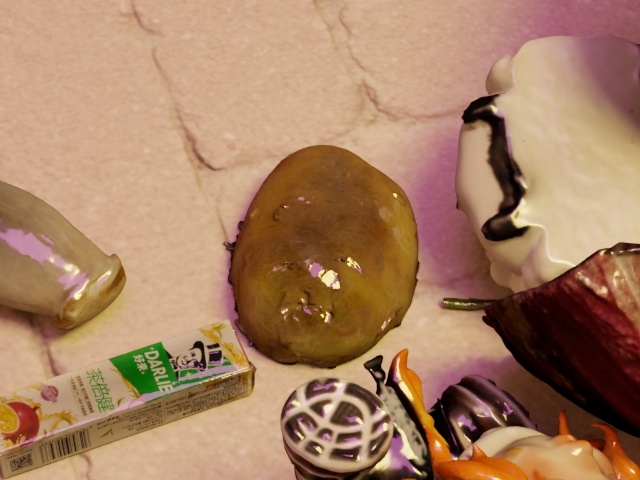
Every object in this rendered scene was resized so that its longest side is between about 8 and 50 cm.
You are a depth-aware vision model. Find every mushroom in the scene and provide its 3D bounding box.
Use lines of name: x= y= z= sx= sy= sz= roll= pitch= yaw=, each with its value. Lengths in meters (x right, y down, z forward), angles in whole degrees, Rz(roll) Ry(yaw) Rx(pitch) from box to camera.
mushroom: x=-0.324 y=-0.015 z=1.280 sx=0.351 sy=0.097 sz=0.109 roll=14 pitch=55 yaw=5

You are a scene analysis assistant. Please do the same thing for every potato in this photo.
potato: x=0.000 y=0.000 z=1.294 sx=0.164 sy=0.081 sz=0.200 roll=8 pitch=51 yaw=4

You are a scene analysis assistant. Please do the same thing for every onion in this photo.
onion: x=0.276 y=0.087 z=1.152 sx=0.314 sy=0.280 sz=0.146 roll=-5 pitch=77 yaw=-14

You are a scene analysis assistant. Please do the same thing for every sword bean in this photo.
sword bean: x=0.140 y=0.050 z=1.304 sx=0.083 sy=0.012 sz=0.012 roll=-2 pitch=54 yaw=-5

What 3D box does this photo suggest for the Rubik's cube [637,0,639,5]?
Rubik's cube: x=0.456 y=-0.205 z=1.228 sx=0.347 sy=0.351 sz=0.352 roll=-10 pitch=44 yaw=27

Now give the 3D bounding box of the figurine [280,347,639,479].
figurine: x=0.134 y=0.218 z=1.068 sx=0.323 sy=0.196 sz=0.320 roll=39 pitch=21 yaw=35

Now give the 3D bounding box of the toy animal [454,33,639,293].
toy animal: x=0.204 y=-0.041 z=1.284 sx=0.204 sy=0.156 sz=0.208 roll=-7 pitch=69 yaw=-6

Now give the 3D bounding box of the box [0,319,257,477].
box: x=-0.153 y=0.120 z=1.220 sx=0.207 sy=0.041 sz=0.050 roll=-18 pitch=57 yaw=-15
